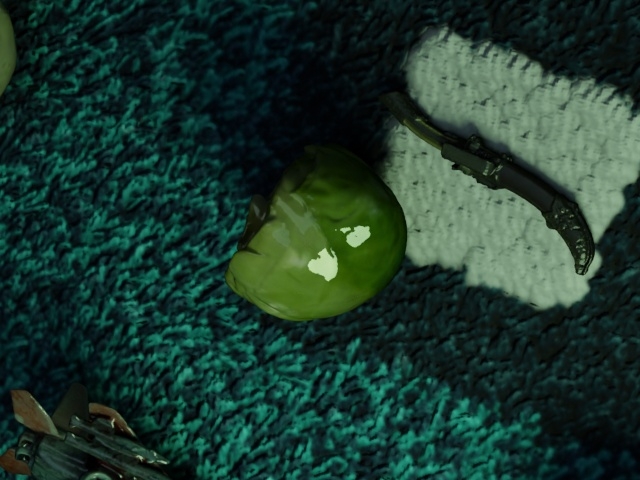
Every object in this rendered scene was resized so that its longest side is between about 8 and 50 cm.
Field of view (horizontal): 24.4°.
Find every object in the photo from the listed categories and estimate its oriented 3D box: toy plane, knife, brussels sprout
[{"bbox_3d":[-0.149,0.251,1.337,0.326,0.104,0.223,34,140,9],"label":"toy plane"},{"bbox_3d":[0.137,-0.057,1.187,0.222,0.021,0.045,41,117,9],"label":"knife"},{"bbox_3d":[0.004,0.002,1.187,0.122,0.151,0.149,32,107,8],"label":"brussels sprout"}]

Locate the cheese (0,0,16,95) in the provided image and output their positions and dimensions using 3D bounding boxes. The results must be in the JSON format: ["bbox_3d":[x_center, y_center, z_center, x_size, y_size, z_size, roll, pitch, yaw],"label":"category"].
[{"bbox_3d":[-0.435,-0.218,1.267,0.328,0.129,0.351,0,132,23],"label":"cheese"}]
